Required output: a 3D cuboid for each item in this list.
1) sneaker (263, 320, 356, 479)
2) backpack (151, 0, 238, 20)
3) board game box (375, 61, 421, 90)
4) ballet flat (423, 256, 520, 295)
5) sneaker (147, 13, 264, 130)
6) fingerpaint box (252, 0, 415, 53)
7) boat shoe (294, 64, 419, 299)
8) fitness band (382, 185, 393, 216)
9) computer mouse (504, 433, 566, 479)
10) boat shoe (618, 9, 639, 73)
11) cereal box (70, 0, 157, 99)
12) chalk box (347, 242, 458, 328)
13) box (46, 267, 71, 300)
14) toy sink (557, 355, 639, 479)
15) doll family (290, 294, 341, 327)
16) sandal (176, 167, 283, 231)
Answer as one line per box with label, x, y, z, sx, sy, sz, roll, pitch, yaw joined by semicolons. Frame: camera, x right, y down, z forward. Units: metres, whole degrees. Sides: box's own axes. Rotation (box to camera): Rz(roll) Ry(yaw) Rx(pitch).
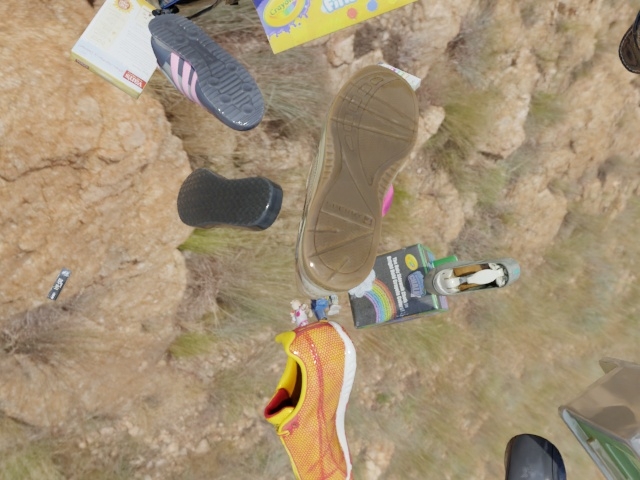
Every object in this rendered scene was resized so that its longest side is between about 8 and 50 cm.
sneaker;-0.012;0.147;0.359;0.068;0.064;0.174;-5;99;-23
backpack;-0.264;-0.674;1.125;0.276;0.264;0.213;-41;128;-35
board game box;0.219;-0.496;1.442;0.103;0.154;0.026;-48;157;-24
ballet flat;0.297;0.076;0.951;0.068;0.213;0.072;-15;89;-52
sneaker;-0.224;-0.311;0.926;0.112;0.319;0.131;-32;161;-26
fingerpaint box;0.067;-0.720;1.312;0.446;0.371;0.163;-15;123;15
boat shoe;0.036;-0.087;0.613;0.122;0.110;0.340;25;66;-10
fitness band;0.112;-0.178;1.408;0.209;0.054;0.290;-21;116;-5
computer mouse;0.376;0.455;0.726;0.060;0.184;0.261;2;91;-56
boat shoe;0.413;-0.252;0.531;0.093;0.285;0.102;-27;93;9
cereal box;-0.484;-0.500;1.159;0.173;0.047;0.240;31;66;-25
chalk box;0.235;0.122;1.238;0.179;0.289;0.180;21;55;-65
box;-0.540;0.092;0.955;0.018;0.083;0.067;28;70;-22
toy sink;0.434;0.266;0.616;0.131;0.152;0.234;-34;173;-1
doll family;-0.005;0.173;1.380;0.119;0.163;0.262;0;137;-23
sandal;-0.243;-0.091;1.218;0.107;0.446;0.167;25;82;-45
